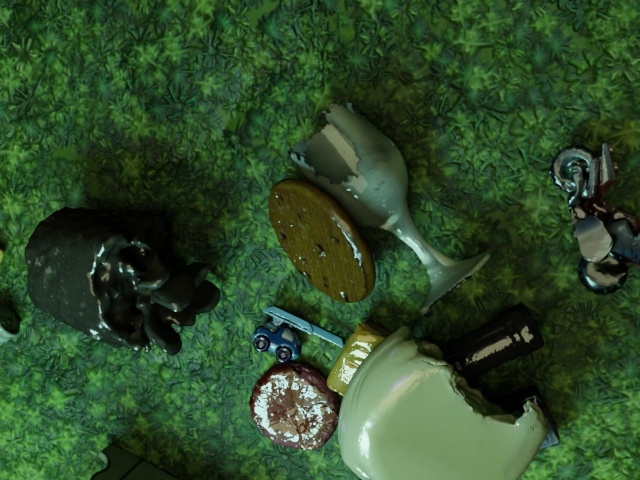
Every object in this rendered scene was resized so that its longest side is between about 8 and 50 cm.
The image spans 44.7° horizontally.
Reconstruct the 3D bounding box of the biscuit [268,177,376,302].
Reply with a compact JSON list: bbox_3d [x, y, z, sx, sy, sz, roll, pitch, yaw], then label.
[{"bbox_3d":[0.000,0.000,1.116,0.036,0.212,0.212,-38,90,-27],"label":"biscuit"}]

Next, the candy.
[{"bbox_3d":[0.199,0.308,1.179,0.312,0.061,0.088,-23,96,16],"label":"candy"}]

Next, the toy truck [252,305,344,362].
[{"bbox_3d":[-0.037,0.159,1.211,0.136,0.063,0.074,26,86,4],"label":"toy truck"}]

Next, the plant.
[{"bbox_3d":[-0.294,0.052,1.179,0.276,0.199,0.188,15,107,17],"label":"plant"}]

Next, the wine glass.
[{"bbox_3d":[0.094,-0.048,1.101,0.321,0.143,0.143,47,107,3],"label":"wine glass"}]

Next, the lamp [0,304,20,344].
[{"bbox_3d":[-0.607,0.182,1.329,0.193,0.106,0.106,-33,91,10],"label":"lamp"}]

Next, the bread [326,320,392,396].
[{"bbox_3d":[0.064,0.185,1.187,0.074,0.053,0.132,32,117,7],"label":"bread"}]

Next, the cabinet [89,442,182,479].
[{"bbox_3d":[-0.295,0.547,1.255,0.318,0.227,0.290,24,106,8],"label":"cabinet"}]

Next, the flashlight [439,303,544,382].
[{"bbox_3d":[0.213,0.172,1.142,0.232,0.093,0.093,-30,92,12],"label":"flashlight"}]

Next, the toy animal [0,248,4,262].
[{"bbox_3d":[-0.597,0.065,1.328,0.159,0.083,0.070,-49,59,6],"label":"toy animal"}]

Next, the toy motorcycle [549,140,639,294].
[{"bbox_3d":[0.392,-0.034,1.057,0.122,0.082,0.213,-16,97,17],"label":"toy motorcycle"}]

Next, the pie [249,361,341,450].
[{"bbox_3d":[-0.041,0.266,1.239,0.153,0.038,0.154,2,102,11],"label":"pie"}]

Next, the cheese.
[{"bbox_3d":[0.160,0.248,1.055,0.266,0.127,0.233,35,107,-14],"label":"cheese"}]
